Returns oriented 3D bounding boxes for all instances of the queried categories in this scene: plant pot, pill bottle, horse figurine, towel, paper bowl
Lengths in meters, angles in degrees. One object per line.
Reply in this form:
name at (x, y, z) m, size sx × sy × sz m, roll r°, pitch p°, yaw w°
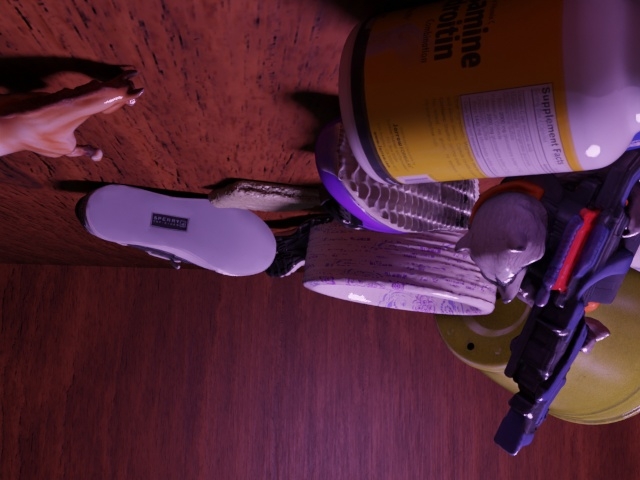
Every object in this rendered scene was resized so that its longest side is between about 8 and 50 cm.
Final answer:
plant pot at (0.386, 0.124, 1.228) m, size 0.366 × 0.366 × 0.353 m, roll -5°, pitch 164°, yaw 44°
pill bottle at (0.111, -0.087, 0.388) m, size 0.184 × 0.103 × 0.103 m, roll -3°, pitch 172°, yaw 29°
horse figurine at (-0.281, -0.096, 0.570) m, size 0.263 × 0.066 × 0.174 m, roll 1°, pitch 180°, yaw -16°
towel at (-0.074, -0.060, 1.003) m, size 0.148 × 0.027 × 0.110 m, roll 5°, pitch 172°, yaw -31°
paper bowl at (0.121, 0.019, 1.050) m, size 0.284 × 0.148 × 0.284 m, roll 8°, pitch 171°, yaw 1°

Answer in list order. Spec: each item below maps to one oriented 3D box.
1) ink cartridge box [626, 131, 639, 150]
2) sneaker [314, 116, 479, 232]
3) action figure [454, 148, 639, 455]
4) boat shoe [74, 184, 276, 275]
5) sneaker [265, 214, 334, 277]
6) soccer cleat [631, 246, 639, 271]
ink cartridge box at (0.188, -0.093, 0.573) m, size 0.097 × 0.046 × 0.207 m, roll 4°, pitch 173°, yaw -33°
sneaker at (0.051, -0.051, 0.720) m, size 0.146 × 0.102 × 0.293 m, roll -2°, pitch 173°, yaw 31°
action figure at (0.234, 0.037, 0.755) m, size 0.178 × 0.341 × 0.330 m, roll 29°, pitch -171°, yaw 35°
boat shoe at (-0.219, -0.013, 1.082) m, size 0.306 × 0.113 × 0.105 m, roll 8°, pitch 177°, yaw -30°
sneaker at (0.000, 0.000, 1.306) m, size 0.272 × 0.100 × 0.108 m, roll -10°, pitch -168°, yaw 46°
soccer cleat at (0.515, -0.006, 1.103) m, size 0.143 × 0.116 × 0.331 m, roll 19°, pitch -177°, yaw 28°
